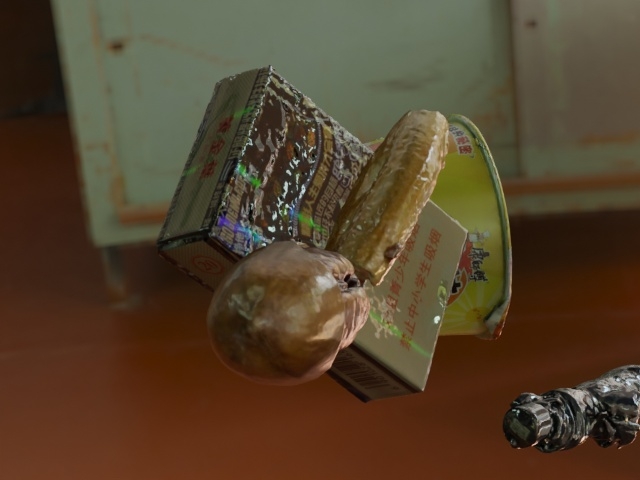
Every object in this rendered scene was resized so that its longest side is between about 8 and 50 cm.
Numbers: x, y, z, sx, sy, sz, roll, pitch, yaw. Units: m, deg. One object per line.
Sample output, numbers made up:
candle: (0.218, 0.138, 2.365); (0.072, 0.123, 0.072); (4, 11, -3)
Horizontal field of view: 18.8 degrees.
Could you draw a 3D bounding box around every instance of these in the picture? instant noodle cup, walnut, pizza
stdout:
instant noodle cup: (0.077, -0.004, 2.159); (0.200, 0.264, 0.264); (-7, 22, -14)
walnut: (-0.022, 0.054, 1.439); (0.116, 0.115, 0.207); (-2, -1, 9)
pizza: (0.046, -0.013, 1.664); (0.062, 0.161, 0.182); (34, 42, -13)

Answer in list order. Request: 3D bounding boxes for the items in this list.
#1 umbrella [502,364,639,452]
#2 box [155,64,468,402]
umbrella: (0.235, 0.155, 1.705); (0.080, 0.071, 0.224); (-29, -14, 34)
box: (0.000, 0.000, 1.876); (0.084, 0.310, 0.198); (-13, 49, 44)
